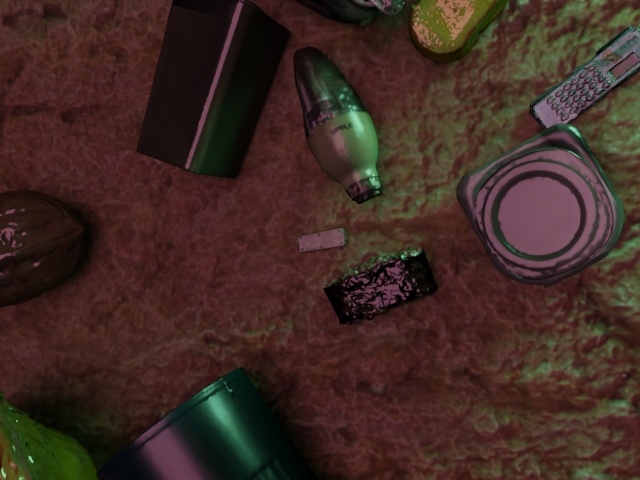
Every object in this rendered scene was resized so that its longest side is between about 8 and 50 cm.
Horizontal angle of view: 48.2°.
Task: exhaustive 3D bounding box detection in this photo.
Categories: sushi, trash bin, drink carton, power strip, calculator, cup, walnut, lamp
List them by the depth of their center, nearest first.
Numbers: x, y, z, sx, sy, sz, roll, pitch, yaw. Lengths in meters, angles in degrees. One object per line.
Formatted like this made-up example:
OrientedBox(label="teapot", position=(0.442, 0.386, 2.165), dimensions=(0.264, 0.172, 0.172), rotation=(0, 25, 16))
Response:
OrientedBox(label="drink carton", position=(0.280, -0.036, 0.883), dimensions=(0.185, 0.189, 0.191), rotation=(-28, 86, 13))
OrientedBox(label="calculator", position=(0.360, -0.212, 0.951), dimensions=(0.172, 0.018, 0.057), rotation=(-38, 81, 12))
OrientedBox(label="cup", position=(-0.144, 0.381, 0.979), dimensions=(0.308, 0.242, 0.292), rotation=(-39, 82, 0))
OrientedBox(label="sushi", position=(0.083, 0.062, 0.995), dimensions=(0.150, 0.090, 0.078), rotation=(-23, 87, 14))
OrientedBox(label="lamp", position=(0.020, -0.166, 1.008), dimensions=(0.101, 0.101, 0.250), rotation=(-26, 80, 15))
OrientedBox(label="trash bin", position=(-0.155, -0.220, 1.033), dimensions=(0.122, 0.164, 0.241), rotation=(21, 99, 16))
OrientedBox(label="power strip", position=(0.000, 0.000, 1.056), dimensions=(0.083, 0.017, 0.027), rotation=(-9, 86, 16))
OrientedBox(label="walnut", position=(-0.480, 0.009, 1.129), dimensions=(0.230, 0.178, 0.178), rotation=(-15, 85, 4))

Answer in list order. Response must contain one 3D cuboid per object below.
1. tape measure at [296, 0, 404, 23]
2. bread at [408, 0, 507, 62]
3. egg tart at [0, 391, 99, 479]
OrientedBox(label="tape measure", position=(-0.009, -0.399, 0.940), dimensions=(0.275, 0.256, 0.147), rotation=(31, 98, -12))
OrientedBox(label="bread", position=(0.213, -0.351, 0.958), dimensions=(0.102, 0.094, 0.245), rotation=(37, 101, 4))
OrientedBox(label="egg tart", position=(-0.411, 0.423, 1.047), dimensions=(0.443, 0.178, 0.443), rotation=(20, 114, 54))
